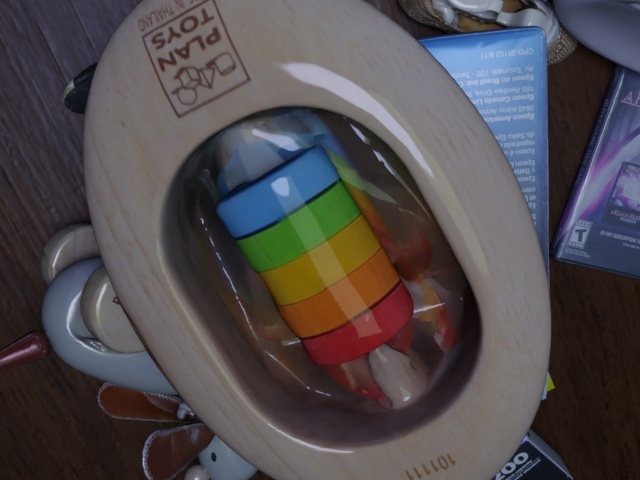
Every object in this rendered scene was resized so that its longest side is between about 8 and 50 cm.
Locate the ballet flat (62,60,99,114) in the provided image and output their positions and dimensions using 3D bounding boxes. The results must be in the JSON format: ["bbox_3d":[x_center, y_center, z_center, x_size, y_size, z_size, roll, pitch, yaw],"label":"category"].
[{"bbox_3d":[-0.166,-0.171,0.665,0.173,0.049,0.057,-29,152,0],"label":"ballet flat"}]

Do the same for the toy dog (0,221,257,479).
[{"bbox_3d":[-0.181,0.145,0.678,0.161,0.220,0.334,-38,100,-21],"label":"toy dog"}]

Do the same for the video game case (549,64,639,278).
[{"bbox_3d":[0.392,-0.089,0.794,0.195,0.026,0.275,12,104,-14],"label":"video game case"}]

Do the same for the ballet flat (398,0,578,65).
[{"bbox_3d":[0.176,-0.220,0.693,0.206,0.067,0.073,10,100,-14],"label":"ballet flat"}]

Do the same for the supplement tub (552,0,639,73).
[{"bbox_3d":[0.372,-0.317,0.604,0.235,0.235,0.325,22,95,-16],"label":"supplement tub"}]

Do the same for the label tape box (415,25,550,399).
[{"bbox_3d":[0.086,-0.016,0.681,0.248,0.115,0.348,-4,107,7],"label":"label tape box"}]

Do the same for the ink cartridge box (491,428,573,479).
[{"bbox_3d":[0.167,0.289,0.809,0.206,0.045,0.208,-41,128,10],"label":"ink cartridge box"}]

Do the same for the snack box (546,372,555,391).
[{"bbox_3d":[0.133,0.131,0.786,0.207,0.070,0.175,-26,109,-3],"label":"snack box"}]

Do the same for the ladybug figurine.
[{"bbox_3d":[0.000,0.000,0.551,0.305,0.162,0.450,-24,103,12],"label":"ladybug figurine"}]
